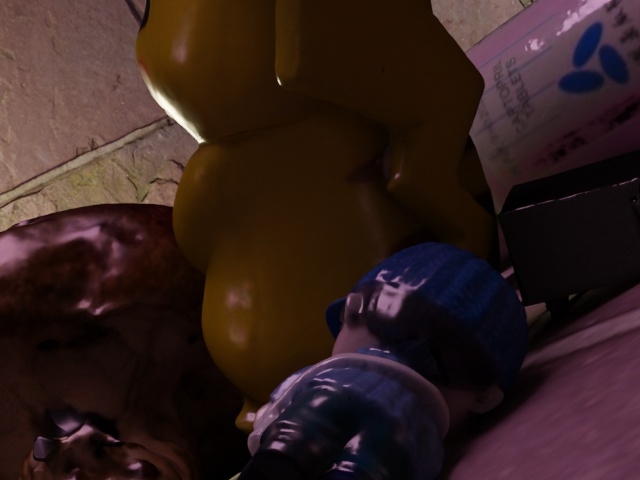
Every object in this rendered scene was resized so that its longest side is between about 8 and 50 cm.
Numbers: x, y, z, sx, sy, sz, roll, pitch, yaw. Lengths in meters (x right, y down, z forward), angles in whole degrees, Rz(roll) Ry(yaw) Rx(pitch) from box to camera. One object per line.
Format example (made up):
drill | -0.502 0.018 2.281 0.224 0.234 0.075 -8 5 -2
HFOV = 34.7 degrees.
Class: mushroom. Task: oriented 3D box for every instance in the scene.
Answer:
mushroom | -0.145 0.109 0.620 0.267 0.267 0.254 -35 25 42

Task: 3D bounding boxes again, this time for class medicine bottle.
medicine bottle | 0.163 -0.083 0.675 0.254 0.152 0.152 -32 1 37

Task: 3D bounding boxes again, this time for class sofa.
sofa | 0.144 -0.006 0.534 0.085 0.060 0.147 -17 4 15

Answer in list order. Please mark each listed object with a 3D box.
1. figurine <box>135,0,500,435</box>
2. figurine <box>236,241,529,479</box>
figurine | -0.003 -0.063 0.514 0.169 0.326 0.218 -13 12 26
figurine | 0.023 0.055 0.396 0.149 0.086 0.087 -38 -28 -54
